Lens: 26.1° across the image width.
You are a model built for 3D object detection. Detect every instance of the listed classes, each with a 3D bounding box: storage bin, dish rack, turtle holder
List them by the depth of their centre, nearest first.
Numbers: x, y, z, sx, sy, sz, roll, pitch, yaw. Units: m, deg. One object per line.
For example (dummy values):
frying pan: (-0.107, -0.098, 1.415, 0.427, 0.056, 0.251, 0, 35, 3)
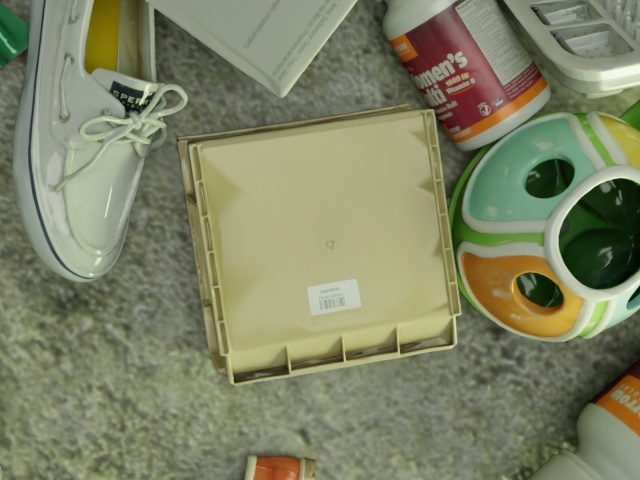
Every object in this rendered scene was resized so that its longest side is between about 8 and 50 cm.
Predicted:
dish rack: (0.357, -0.254, 1.466, 0.332, 0.285, 0.072, -14, 130, -8)
turtle holder: (0.296, -0.026, 1.466, 0.320, 0.227, 0.243, -19, 96, -8)
storage bin: (0.000, 0.000, 1.469, 0.262, 0.123, 0.260, -9, 96, -10)

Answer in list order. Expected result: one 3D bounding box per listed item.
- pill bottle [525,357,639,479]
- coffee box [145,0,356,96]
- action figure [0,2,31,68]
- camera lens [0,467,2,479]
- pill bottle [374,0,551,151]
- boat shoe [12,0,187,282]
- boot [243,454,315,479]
pill bottle: (0.425, 0.211, 1.507, 0.392, 0.224, 0.224, -40, 99, -6)
coffee box: (-0.045, -0.417, 1.264, 0.338, 0.334, 0.337, 34, 130, -10)
action figure: (-0.410, -0.260, 1.407, 0.137, 0.063, 0.232, -37, 103, -4)
camera lens: (-0.449, 0.141, 1.346, 0.219, 0.219, 0.274, -19, 96, -8)
pill bottle: (0.142, -0.216, 1.480, 0.121, 0.121, 0.221, -35, 99, -6)
boat shoe: (-0.207, -0.139, 1.391, 0.136, 0.156, 0.367, 5, 88, -47)
boot: (-0.060, 0.312, 1.514, 0.084, 0.059, 0.158, 11, 83, -8)
